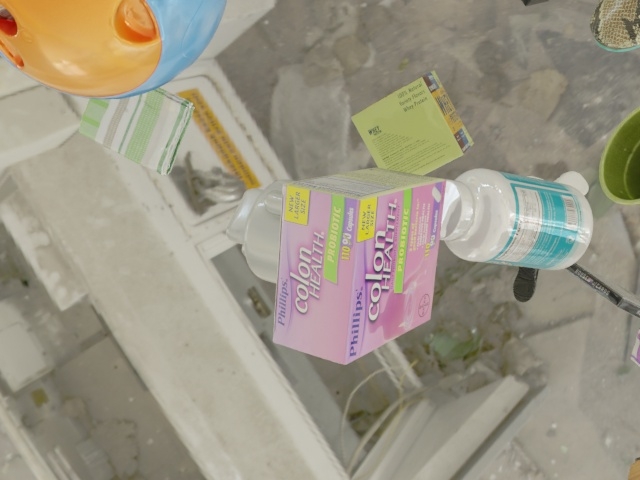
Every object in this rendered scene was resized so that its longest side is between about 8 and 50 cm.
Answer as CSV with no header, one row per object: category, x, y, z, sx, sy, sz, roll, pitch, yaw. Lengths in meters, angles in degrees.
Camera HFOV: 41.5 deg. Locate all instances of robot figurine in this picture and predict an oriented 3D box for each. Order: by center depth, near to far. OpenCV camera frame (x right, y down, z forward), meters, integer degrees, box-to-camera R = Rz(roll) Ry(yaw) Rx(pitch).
robot figurine,0.000,0.000,1.575,0.354,0.300,0.199,14,72,28

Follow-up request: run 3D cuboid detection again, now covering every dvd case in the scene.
dvd case,0.661,0.127,1.833,0.029,0.239,0.179,-60,33,11

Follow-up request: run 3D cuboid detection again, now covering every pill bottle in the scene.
pill bottle,0.291,-0.034,1.332,0.146,0.264,0.146,-17,69,56

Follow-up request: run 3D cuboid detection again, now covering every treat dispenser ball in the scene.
treat dispenser ball,-0.245,-0.300,0.929,0.288,0.288,0.288,8,110,24

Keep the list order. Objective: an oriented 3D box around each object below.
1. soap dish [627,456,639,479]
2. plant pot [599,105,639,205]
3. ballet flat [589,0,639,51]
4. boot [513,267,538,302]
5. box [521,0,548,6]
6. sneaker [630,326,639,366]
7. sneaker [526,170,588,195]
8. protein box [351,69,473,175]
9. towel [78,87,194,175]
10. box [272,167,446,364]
soap dish,0.584,0.324,1.167,0.229,0.118,0.291,2,149,-14
plant pot,0.258,-0.048,0.602,0.079,0.083,0.083,26,123,-25
ballet flat,0.745,-0.552,1.717,0.164,0.483,0.182,50,156,28
boot,0.433,0.058,1.721,0.045,0.099,0.121,12,108,29
box,0.409,-0.506,1.637,0.083,0.062,0.052,62,154,22
sneaker,0.601,0.182,1.281,0.102,0.161,0.282,36,168,-25
sneaker,0.431,-0.076,1.662,0.094,0.212,0.080,-50,57,49
protein box,0.219,-0.260,1.998,0.200,0.136,0.201,-27,96,26
towel,-0.263,-0.170,1.190,0.152,0.023,0.113,26,103,10
box,0.058,0.023,1.142,0.117,0.243,0.213,14,106,32
